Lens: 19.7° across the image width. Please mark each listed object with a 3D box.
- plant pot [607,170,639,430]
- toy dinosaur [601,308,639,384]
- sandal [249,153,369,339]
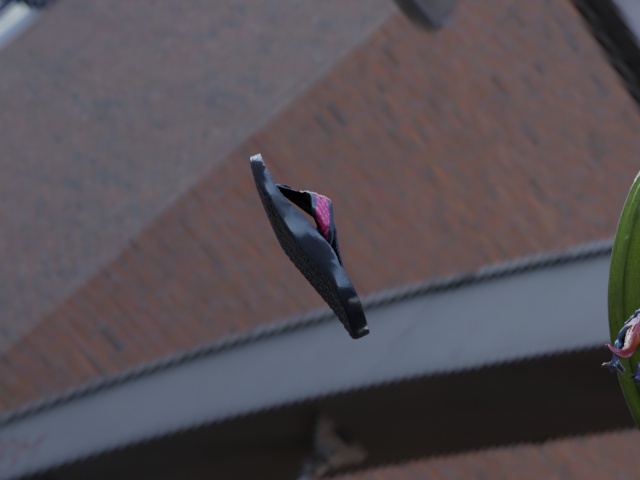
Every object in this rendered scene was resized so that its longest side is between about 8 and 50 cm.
[{"bbox_3d":[0.475,0.047,1.420,0.366,0.366,0.353,53,-26,-18],"label":"plant pot"},{"bbox_3d":[0.232,0.061,1.278,0.047,0.082,0.090,23,-15,14],"label":"toy dinosaur"},{"bbox_3d":[0.000,0.000,1.271,0.179,0.040,0.067,53,-12,43],"label":"sandal"}]
